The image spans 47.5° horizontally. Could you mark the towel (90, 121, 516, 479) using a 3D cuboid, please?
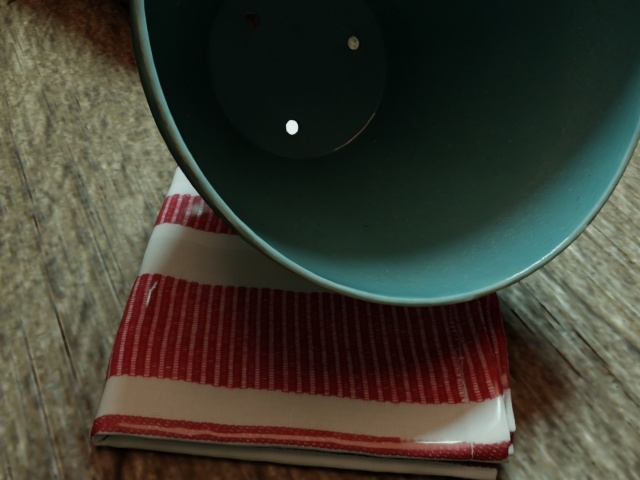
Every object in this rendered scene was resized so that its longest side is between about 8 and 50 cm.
[{"bbox_3d":[0.000,0.000,0.504,0.237,0.037,0.329,4,44,2],"label":"towel"}]

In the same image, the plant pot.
[{"bbox_3d":[0.020,-0.119,0.440,0.290,0.290,0.195,-18,12,-21],"label":"plant pot"}]
